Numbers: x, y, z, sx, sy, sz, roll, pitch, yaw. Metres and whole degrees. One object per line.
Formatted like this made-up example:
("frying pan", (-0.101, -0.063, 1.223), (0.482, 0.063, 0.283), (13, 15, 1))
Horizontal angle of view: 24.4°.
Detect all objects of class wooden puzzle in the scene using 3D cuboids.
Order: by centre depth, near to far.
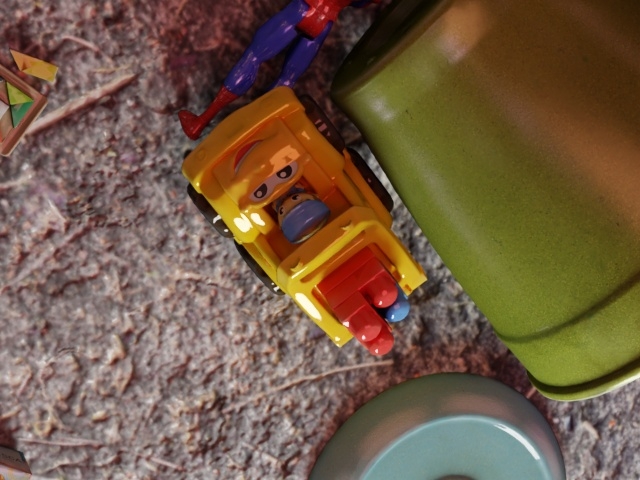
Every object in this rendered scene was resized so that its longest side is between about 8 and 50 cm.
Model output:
("wooden puzzle", (-0.294, -0.123, 1.345), (0.078, 0.014, 0.116), (29, 92, -24))

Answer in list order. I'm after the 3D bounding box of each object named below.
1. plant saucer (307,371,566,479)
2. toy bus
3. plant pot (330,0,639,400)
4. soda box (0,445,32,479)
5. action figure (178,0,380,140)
("plant saucer", (0.132, 0.299, 1.591), (0.317, 0.043, 0.318), (-5, 105, -20))
("toy bus", (0.000, 0.000, 1.349), (0.149, 0.211, 0.220), (-37, 137, 4))
("plant pot", (0.210, -0.104, 1.379), (0.353, 0.366, 0.366), (43, 86, -12))
("soda box", (-0.337, 0.283, 1.400), (0.058, 0.063, 0.183), (23, 95, -24))
("action figure", (-0.023, -0.215, 1.392), (0.091, 0.139, 0.280), (32, 113, -27))
